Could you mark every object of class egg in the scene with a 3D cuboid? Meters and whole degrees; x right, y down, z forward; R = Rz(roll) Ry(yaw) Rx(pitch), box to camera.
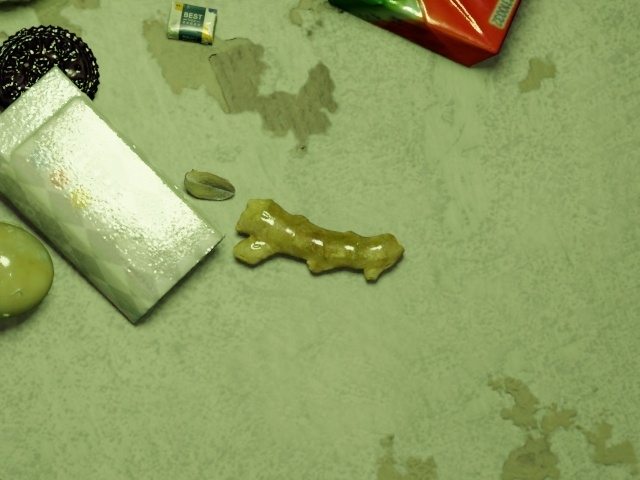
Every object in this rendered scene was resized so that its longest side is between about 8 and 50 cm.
[{"bbox_3d":[-0.530,0.046,1.657,0.201,0.164,0.164,5,77,-1],"label":"egg"}]

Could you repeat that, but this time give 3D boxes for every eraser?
[{"bbox_3d":[-0.371,-0.073,1.714,0.397,0.082,0.213,46,77,-4],"label":"eraser"}]

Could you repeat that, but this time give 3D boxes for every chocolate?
[{"bbox_3d":[0.211,-0.524,1.875,0.341,0.161,0.360,24,76,-2],"label":"chocolate"}]

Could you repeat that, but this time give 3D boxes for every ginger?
[{"bbox_3d":[0.000,0.000,1.781,0.298,0.065,0.118,9,90,-4],"label":"ginger"}]

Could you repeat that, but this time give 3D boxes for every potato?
[{"bbox_3d":[-0.198,-0.094,1.796,0.093,0.036,0.037,15,38,-22],"label":"potato"}]

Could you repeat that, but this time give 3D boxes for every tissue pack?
[{"bbox_3d":[-0.230,-0.389,1.849,0.083,0.042,0.062,9,79,-5],"label":"tissue pack"}]

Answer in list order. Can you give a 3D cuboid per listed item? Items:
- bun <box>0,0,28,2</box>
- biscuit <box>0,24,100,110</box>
[{"bbox_3d":[-0.573,-0.515,1.772,0.272,0.168,0.273,7,66,-17],"label":"bun"},{"bbox_3d":[-0.479,-0.285,1.789,0.194,0.053,0.195,2,77,-8],"label":"biscuit"}]
